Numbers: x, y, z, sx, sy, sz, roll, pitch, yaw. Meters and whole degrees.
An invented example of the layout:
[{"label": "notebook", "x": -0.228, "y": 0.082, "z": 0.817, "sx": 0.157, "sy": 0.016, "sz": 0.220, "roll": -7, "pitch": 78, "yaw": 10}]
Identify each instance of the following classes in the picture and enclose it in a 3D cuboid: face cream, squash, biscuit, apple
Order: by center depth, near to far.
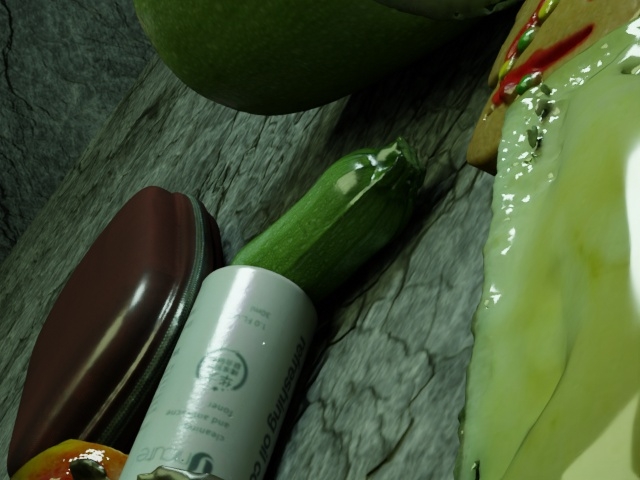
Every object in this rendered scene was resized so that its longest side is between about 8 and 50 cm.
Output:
[{"label": "apple", "x": 0.148, "y": 0.015, "z": 0.451, "sx": 0.193, "sy": 0.120, "sz": 0.265, "roll": -29, "pitch": 32, "yaw": 34}, {"label": "biscuit", "x": 0.163, "y": -0.147, "z": 0.858, "sx": 0.212, "sy": 0.041, "sz": 0.238, "roll": -49, "pitch": 18, "yaw": 33}, {"label": "face cream", "x": -0.085, "y": 0.158, "z": 0.913, "sx": 0.092, "sy": 0.092, "sz": 0.311, "roll": -39, "pitch": 22, "yaw": 48}, {"label": "squash", "x": 0.000, "y": 0.000, "z": 1.005, "sx": 0.219, "sy": 0.068, "sz": 0.077, "roll": -42, "pitch": 16, "yaw": 41}, {"label": "squash", "x": 0.012, "y": -0.255, "z": 1.125, "sx": 0.263, "sy": 0.263, "sz": 0.384, "roll": -62, "pitch": 17, "yaw": -16}]

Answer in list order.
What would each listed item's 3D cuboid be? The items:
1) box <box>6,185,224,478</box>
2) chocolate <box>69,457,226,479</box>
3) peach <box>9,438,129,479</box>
[{"label": "box", "x": -0.185, "y": 0.093, "z": 1.309, "sx": 0.263, "sy": 0.108, "sz": 0.404, "roll": -54, "pitch": 16, "yaw": 13}, {"label": "chocolate", "x": -0.130, "y": 0.321, "z": 0.607, "sx": 0.162, "sy": 0.162, "sz": 0.445, "roll": -29, "pitch": 33, "yaw": 59}, {"label": "peach", "x": -0.176, "y": 0.221, "z": 1.010, "sx": 0.151, "sy": 0.151, "sz": 0.118, "roll": -45, "pitch": 7, "yaw": 38}]
